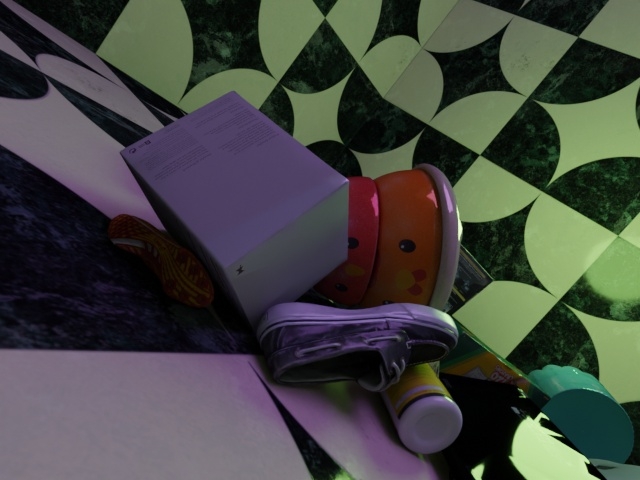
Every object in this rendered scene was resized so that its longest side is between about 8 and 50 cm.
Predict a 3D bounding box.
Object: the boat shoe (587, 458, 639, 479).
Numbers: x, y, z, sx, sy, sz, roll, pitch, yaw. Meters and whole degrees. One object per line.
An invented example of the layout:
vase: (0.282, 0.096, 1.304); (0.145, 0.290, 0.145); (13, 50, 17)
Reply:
boat shoe: (0.571, 0.521, 0.806); (0.367, 0.136, 0.156); (80, 2, -68)

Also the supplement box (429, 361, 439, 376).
supplement box: (0.186, 0.246, 0.844); (0.083, 0.083, 0.056); (8, 11, 39)

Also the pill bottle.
pill bottle: (0.154, 0.255, 0.720); (0.103, 0.103, 0.184); (36, 9, -18)

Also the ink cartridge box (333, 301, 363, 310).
ink cartridge box: (0.111, 0.212, 1.041); (0.189, 0.066, 0.232); (48, -8, 51)

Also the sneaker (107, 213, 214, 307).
sneaker: (-0.208, 0.024, 0.583); (0.175, 0.064, 0.067); (42, -1, 8)

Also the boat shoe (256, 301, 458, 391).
boat shoe: (0.071, 0.172, 0.635); (0.335, 0.121, 0.119); (4, 42, -21)

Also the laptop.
laptop: (0.366, 0.453, 0.778); (0.408, 0.236, 0.382); (11, 8, -3)

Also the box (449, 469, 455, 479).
box: (0.224, 0.381, 0.634); (0.067, 0.018, 0.083); (40, 8, 15)

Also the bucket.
bucket: (0.726, 0.516, 1.224); (0.281, 0.281, 0.183); (40, 10, 12)

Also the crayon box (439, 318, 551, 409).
crayon box: (0.369, 0.335, 0.998); (0.278, 0.165, 0.081); (37, 8, -9)

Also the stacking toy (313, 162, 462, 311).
stacking toy: (0.000, 0.000, 0.861); (0.480, 0.350, 0.350); (5, 15, -8)

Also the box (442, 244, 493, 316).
box: (0.337, 0.089, 1.470); (0.395, 0.318, 0.097); (47, 8, 1)

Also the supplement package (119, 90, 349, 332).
supplement package: (-0.117, -0.046, 0.643); (0.263, 0.199, 0.198); (42, -23, 26)
